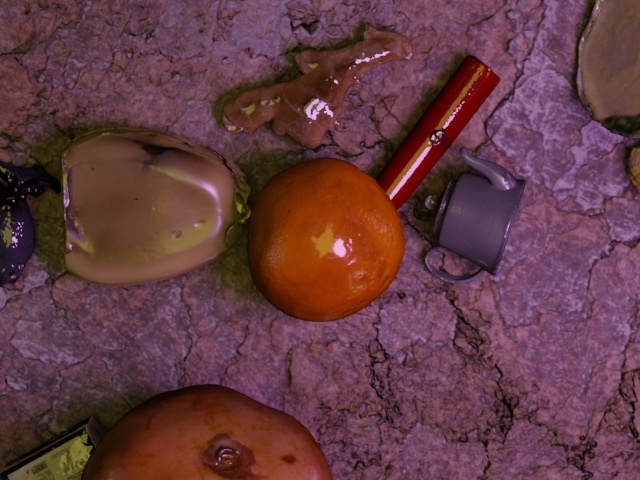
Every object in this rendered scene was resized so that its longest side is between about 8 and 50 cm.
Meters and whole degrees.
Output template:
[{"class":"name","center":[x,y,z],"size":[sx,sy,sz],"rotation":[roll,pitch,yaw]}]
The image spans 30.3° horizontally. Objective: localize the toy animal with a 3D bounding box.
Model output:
[{"class":"toy animal","center":[-0.525,-0.029,1.954],"size":[0.117,0.121,0.210],"rotation":[23,99,19]}]

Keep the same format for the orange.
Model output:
[{"class":"orange","center":[0.000,0.000,1.864],"size":[0.261,0.261,0.261],"rotation":[0,92,1]}]

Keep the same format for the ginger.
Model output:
[{"class":"ginger","center":[0.001,-0.250,1.947],"size":[0.334,0.081,0.148],"rotation":[-35,76,1]}]

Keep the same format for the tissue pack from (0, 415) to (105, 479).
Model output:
[{"class":"tissue pack","center":[-0.433,0.379,1.968],"size":[0.170,0.090,0.103],"rotation":[-28,92,4]}]

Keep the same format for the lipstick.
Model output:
[{"class":"lipstick","center":[0.188,-0.177,1.948],"size":[0.073,0.073,0.279],"rotation":[37,91,-1]}]

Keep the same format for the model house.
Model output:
[{"class":"model house","center":[0.597,-0.306,1.881],"size":[0.266,0.261,0.321],"rotation":[11,102,-21]}]

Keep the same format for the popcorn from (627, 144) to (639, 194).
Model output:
[{"class":"popcorn","center":[0.557,-0.119,1.934],"size":[0.106,0.116,0.120],"rotation":[15,91,42]}]

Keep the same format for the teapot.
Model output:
[{"class":"teapot","center":[0.237,-0.033,1.922],"size":[0.149,0.162,0.239],"rotation":[18,122,8]}]

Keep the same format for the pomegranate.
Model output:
[{"class":"pomegranate","center":[-0.165,0.424,1.838],"size":[0.412,0.411,0.411],"rotation":[0,92,1]}]

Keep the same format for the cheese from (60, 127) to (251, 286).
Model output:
[{"class":"cheese","center":[-0.268,-0.059,1.935],"size":[0.316,0.128,0.259],"rotation":[-4,100,7]}]
